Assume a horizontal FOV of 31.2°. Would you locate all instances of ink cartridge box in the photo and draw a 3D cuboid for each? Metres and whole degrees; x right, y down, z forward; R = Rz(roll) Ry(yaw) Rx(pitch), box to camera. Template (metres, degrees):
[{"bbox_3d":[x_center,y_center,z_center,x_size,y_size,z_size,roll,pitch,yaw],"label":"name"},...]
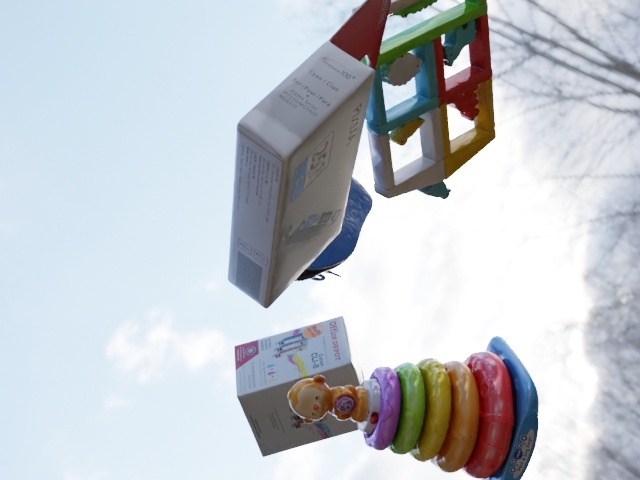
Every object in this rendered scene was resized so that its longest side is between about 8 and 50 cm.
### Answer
[{"bbox_3d":[0.009,-0.098,1.193,0.261,0.066,0.296,-48,-15,-27],"label":"ink cartridge box"},{"bbox_3d":[-0.024,0.214,1.693,0.176,0.128,0.127,-16,-59,3],"label":"ink cartridge box"}]

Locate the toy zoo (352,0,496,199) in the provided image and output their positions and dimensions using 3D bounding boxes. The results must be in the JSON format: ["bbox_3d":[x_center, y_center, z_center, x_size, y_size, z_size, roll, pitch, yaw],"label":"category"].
[{"bbox_3d":[0.135,-0.178,1.404,0.192,0.030,0.293,-30,-51,-27],"label":"toy zoo"}]

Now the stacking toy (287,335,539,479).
[{"bbox_3d":[0.106,0.209,1.430,0.302,0.166,0.175,8,-68,-15],"label":"stacking toy"}]

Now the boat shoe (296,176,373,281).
[{"bbox_3d":[0.000,0.000,1.497,0.089,0.109,0.258,-41,-2,30],"label":"boat shoe"}]
